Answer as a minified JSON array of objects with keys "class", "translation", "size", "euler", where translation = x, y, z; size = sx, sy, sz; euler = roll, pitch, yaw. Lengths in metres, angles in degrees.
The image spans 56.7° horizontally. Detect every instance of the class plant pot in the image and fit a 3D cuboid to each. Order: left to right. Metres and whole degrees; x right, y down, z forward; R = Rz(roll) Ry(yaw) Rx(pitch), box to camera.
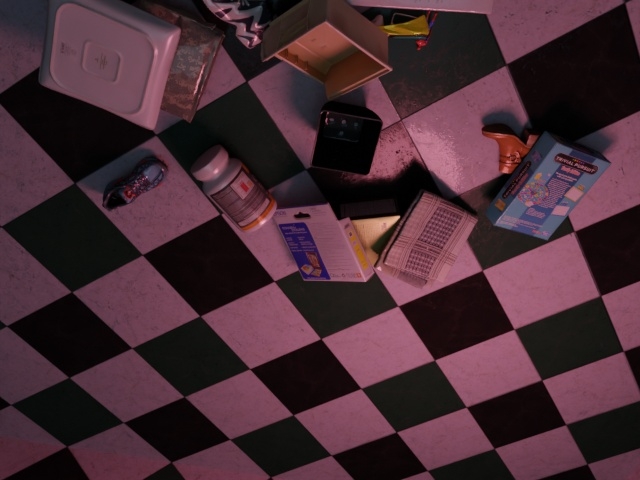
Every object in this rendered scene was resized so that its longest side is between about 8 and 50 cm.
[{"class":"plant pot","translation":[0.075,-0.333,1.828],"size":[0.188,0.167,0.188],"euler":[8,125,-7]}]

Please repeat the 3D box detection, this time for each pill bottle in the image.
[{"class":"pill bottle","translation":[-0.284,-0.169,1.944],"size":[0.162,0.162,0.278],"euler":[-30,120,19]}]

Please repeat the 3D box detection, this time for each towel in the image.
[{"class":"towel","translation":[0.368,0.011,2.027],"size":[0.312,0.056,0.324],"euler":[20,106,-39]}]

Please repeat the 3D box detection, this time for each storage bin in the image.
[{"class":"storage bin","translation":[0.013,-0.523,1.621],"size":[0.260,0.123,0.262],"euler":[-16,154,42]}]

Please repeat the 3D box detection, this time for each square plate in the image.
[{"class":"square plate","translation":[-0.582,-0.487,1.597],"size":[0.344,0.049,0.347],"euler":[21,131,-11]}]

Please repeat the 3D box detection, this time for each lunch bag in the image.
[{"class":"lunch bag","translation":[-0.423,-0.527,1.691],"size":[0.235,0.169,0.287],"euler":[22,127,-14]}]

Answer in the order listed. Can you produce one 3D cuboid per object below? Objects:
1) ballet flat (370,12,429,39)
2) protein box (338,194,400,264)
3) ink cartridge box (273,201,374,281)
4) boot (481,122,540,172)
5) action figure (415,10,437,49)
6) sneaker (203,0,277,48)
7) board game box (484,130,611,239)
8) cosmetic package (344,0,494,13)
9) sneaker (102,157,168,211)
[{"class":"ballet flat","translation":[0.194,-0.608,1.697],"size":[0.231,0.077,0.077],"euler":[-1,103,9]},{"class":"protein box","translation":[0.175,-0.031,2.058],"size":[0.201,0.136,0.199],"euler":[-6,125,4]},{"class":"ink cartridge box","translation":[0.000,0.000,2.017],"size":[0.304,0.072,0.307],"euler":[-2,119,46]},{"class":"boot","translation":[0.599,-0.291,1.919],"size":[0.197,0.073,0.152],"euler":[9,129,-3]},{"class":"action figure","translation":[0.304,-0.608,1.720],"size":[0.038,0.030,0.115],"euler":[16,124,-6]},{"class":"sneaker","translation":[-0.216,-0.665,1.640],"size":[0.153,0.094,0.235],"euler":[-35,118,20]},{"class":"board game box","translation":[0.748,-0.172,1.965],"size":[0.254,0.079,0.336],"euler":[13,125,-26]},{"class":"cosmetic package","translation":[0.235,-0.740,1.545],"size":[0.453,0.161,0.230],"euler":[4,126,-2]},{"class":"sneaker","translation":[-0.613,-0.172,1.963],"size":[0.262,0.125,0.104],"euler":[-30,120,19]}]
